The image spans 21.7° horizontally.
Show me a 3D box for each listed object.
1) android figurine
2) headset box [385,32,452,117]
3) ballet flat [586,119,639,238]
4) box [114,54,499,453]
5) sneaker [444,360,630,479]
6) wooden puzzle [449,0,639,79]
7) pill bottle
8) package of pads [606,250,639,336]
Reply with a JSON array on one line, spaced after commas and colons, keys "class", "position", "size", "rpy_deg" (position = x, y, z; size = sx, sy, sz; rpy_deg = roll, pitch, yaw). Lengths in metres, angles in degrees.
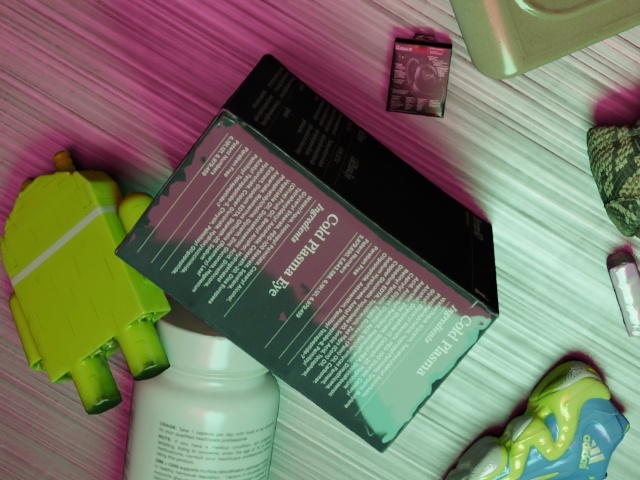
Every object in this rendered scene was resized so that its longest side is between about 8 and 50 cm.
[{"class": "android figurine", "position": [-0.251, 0.038, 1.776], "size": [0.248, 0.056, 0.273], "rpy_deg": [-38, 68, 34]}, {"class": "headset box", "position": [0.104, -0.174, 1.750], "size": [0.062, 0.032, 0.083], "rpy_deg": [7, 105, 3]}, {"class": "ballet flat", "position": [0.483, -0.173, 1.661], "size": [0.483, 0.164, 0.182], "rpy_deg": [-28, 81, 14]}, {"class": "box", "position": [0.000, 0.000, 1.648], "size": [0.312, 0.343, 0.179], "rpy_deg": [37, 104, -4]}, {"class": "sneaker", "position": [0.239, 0.249, 1.826], "size": [0.126, 0.091, 0.240], "rpy_deg": [42, 105, -7]}, {"class": "wooden puzzle", "position": [0.262, -0.365, 1.634], "size": [0.348, 0.080, 0.322], "rpy_deg": [-22, 104, -1]}, {"class": "pill bottle", "position": [-0.130, 0.214, 1.817], "size": [0.160, 0.160, 0.283], "rpy_deg": [9, 107, 3]}, {"class": "package of pads", "position": [0.330, 0.057, 1.783], "size": [0.032, 0.050, 0.083], "rpy_deg": [-16, 103, 10]}]
